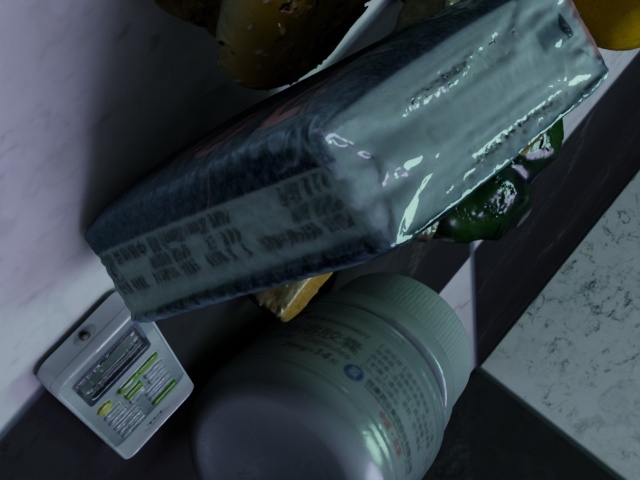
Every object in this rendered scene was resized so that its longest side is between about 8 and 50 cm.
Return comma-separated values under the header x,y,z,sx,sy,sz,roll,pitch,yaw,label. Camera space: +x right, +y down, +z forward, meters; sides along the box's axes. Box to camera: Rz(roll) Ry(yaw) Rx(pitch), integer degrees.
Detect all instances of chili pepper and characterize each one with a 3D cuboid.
x,y,z,sx,sy,sz,roll,pitch,yaw,label
0.249,-0.092,1.423,0.264,0.116,0.148,-54,170,9,chili pepper

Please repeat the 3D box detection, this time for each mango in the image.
x,y,z,sx,sy,sz,roll,pitch,yaw,label
0.381,-0.313,1.251,0.187,0.144,0.359,-36,175,10,mango

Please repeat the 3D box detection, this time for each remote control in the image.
x,y,z,sx,sy,sz,roll,pitch,yaw,label
-0.176,0.127,0.944,0.103,0.034,0.250,-47,161,-16,remote control

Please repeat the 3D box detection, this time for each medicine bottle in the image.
x,y,z,sx,sy,sz,roll,pitch,yaw,label
0.024,0.187,1.203,0.306,0.245,0.245,-38,158,-52,medicine bottle

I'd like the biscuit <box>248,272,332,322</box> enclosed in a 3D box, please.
x,y,z,sx,sy,sz,roll,pitch,yaw,label
0.000,0.000,1.097,0.188,0.056,0.052,-48,160,-8,biscuit

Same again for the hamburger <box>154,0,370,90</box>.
x,y,z,sx,sy,sz,roll,pitch,yaw,label
-0.011,-0.183,0.637,0.185,0.113,0.177,-36,155,-39,hamburger

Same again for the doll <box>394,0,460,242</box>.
x,y,z,sx,sy,sz,roll,pitch,yaw,label
0.088,-0.148,0.835,0.202,0.091,0.286,41,58,-78,doll

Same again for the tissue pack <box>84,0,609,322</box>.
x,y,z,sx,sy,sz,roll,pitch,yaw,label
0.002,-0.055,0.702,0.228,0.103,0.316,-36,-169,-34,tissue pack

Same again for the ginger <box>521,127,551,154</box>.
x,y,z,sx,sy,sz,roll,pitch,yaw,label
0.236,-0.176,1.260,0.216,0.102,0.157,-51,158,-50,ginger
